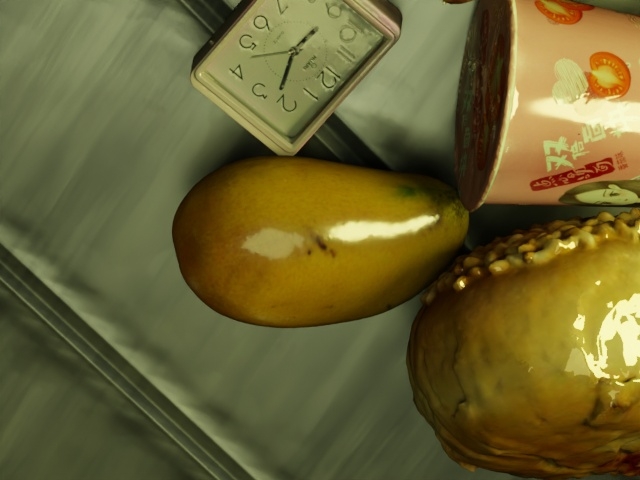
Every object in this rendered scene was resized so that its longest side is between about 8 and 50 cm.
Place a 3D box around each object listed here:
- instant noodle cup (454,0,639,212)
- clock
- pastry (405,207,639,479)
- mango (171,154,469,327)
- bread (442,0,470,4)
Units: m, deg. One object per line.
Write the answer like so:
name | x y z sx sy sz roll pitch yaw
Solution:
instant noodle cup | 0.274 -0.136 1.938 0.231 0.243 0.243 7 112 -7
clock | -0.028 -0.206 2.005 0.150 0.063 0.197 39 108 -13
pastry | 0.288 0.110 1.985 0.410 0.409 0.245 -7 70 5
mango | 0.000 0.000 2.020 0.317 0.173 0.211 -2 144 -5
bread | 0.216 -0.397 1.797 0.279 0.207 0.279 -10 111 39
